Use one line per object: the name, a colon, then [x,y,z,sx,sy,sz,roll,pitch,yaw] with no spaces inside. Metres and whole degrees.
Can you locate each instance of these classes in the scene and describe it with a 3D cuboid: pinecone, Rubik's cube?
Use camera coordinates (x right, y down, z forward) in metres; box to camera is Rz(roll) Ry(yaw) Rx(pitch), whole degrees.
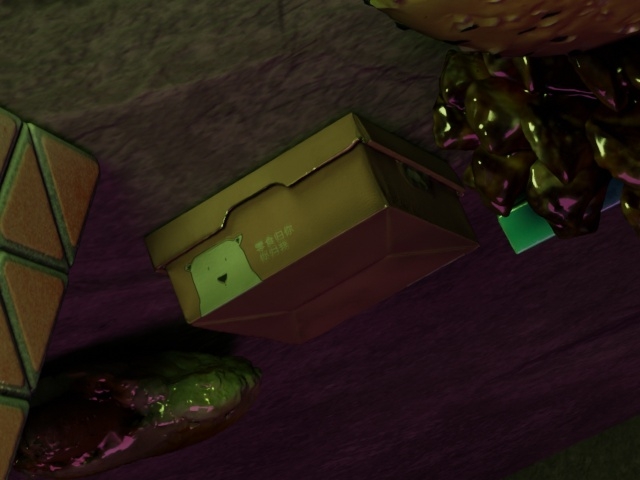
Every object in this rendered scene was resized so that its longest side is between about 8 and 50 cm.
pinecone: [0.204,-0.108,1.064,0.244,0.244,0.309,-9,169,-33]
Rubik's cube: [-0.265,0.010,0.982,0.228,0.228,0.233,-61,-160,-1]

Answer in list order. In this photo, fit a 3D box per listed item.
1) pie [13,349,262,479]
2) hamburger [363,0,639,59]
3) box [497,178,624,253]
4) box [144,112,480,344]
pie: [-0.192,0.169,1.567,0.275,0.105,0.257,-13,173,-18]
hamburger: [0.115,-0.223,0.731,0.277,0.195,0.318,-12,158,-35]
box: [0.217,-0.071,1.289,0.161,0.042,0.226,-28,-167,12]
box: [0.000,0.000,1.331,0.215,0.086,0.215,-31,158,19]
